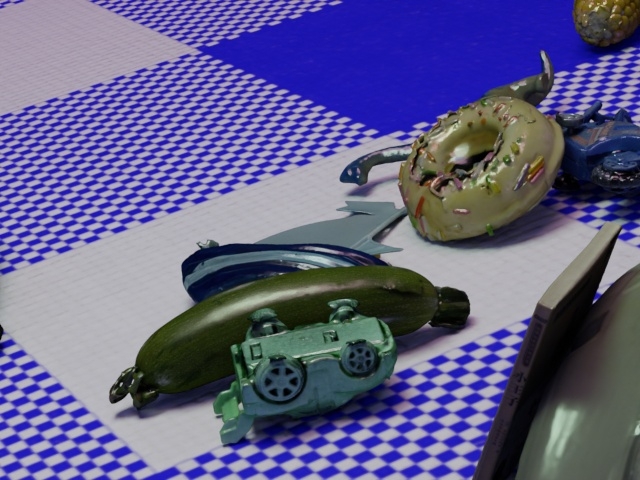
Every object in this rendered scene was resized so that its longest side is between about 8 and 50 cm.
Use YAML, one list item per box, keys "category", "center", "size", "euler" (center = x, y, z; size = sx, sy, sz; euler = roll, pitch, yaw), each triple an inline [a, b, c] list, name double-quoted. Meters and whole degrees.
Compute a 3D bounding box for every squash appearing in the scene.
- category: "squash"
  center: [-0.029, 0.068, 1.671]
  size: [0.318, 0.080, 0.071]
  euler: [-14, 40, -6]

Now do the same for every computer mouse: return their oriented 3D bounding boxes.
- category: "computer mouse"
  center: [0.271, 0.097, 1.349]
  size: [0.228, 0.145, 0.429]
  euler: [1, 33, 32]

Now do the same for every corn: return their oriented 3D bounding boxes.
- category: "corn"
  center: [0.366, -0.308, 2.370]
  size: [0.101, 0.101, 0.292]
  euler: [1, 29, 26]

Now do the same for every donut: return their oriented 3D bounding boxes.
- category: "donut"
  center: [0.149, -0.073, 1.882]
  size: [0.174, 0.068, 0.174]
  euler: [-23, 34, 17]

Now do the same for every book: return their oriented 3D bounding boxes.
- category: "book"
  center: [0.155, 0.094, 1.402]
  size: [0.016, 0.199, 0.138]
  euler: [27, 35, 16]

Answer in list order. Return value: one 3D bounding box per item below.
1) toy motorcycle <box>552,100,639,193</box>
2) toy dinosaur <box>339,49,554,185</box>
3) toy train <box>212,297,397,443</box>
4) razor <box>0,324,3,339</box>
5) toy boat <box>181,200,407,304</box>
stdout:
- category: "toy motorcycle"
  center: [0.284, -0.086, 1.909]
  size: [0.114, 0.076, 0.205]
  euler: [-6, 19, -14]
- category: "toy dinosaur"
  center: [0.145, -0.124, 2.066]
  size: [0.188, 0.075, 0.248]
  euler: [-3, 30, 26]
- category: "toy train"
  center: [-0.014, 0.106, 1.596]
  size: [0.149, 0.081, 0.099]
  euler: [-8, 22, -7]
- category: "razor"
  center: [-0.405, 0.028, 1.916]
  size: [0.189, 0.107, 0.327]
  euler: [-15, 23, -6]
- category: "toy boat"
  center: [0.000, 0.000, 1.854]
  size: [0.220, 0.067, 0.291]
  euler: [0, 22, 27]
